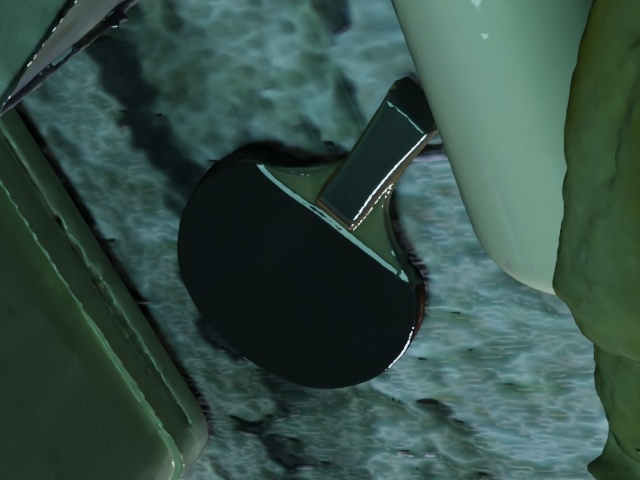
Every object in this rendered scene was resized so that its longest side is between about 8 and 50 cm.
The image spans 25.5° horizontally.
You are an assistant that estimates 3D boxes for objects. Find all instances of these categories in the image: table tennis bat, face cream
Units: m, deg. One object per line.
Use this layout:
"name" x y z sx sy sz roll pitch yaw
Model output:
"table tennis bat" 0.000 0.000 0.666 0.130 0.019 0.220 39 140 2
"face cream" 0.027 -0.167 0.395 0.081 0.173 0.349 -16 116 17

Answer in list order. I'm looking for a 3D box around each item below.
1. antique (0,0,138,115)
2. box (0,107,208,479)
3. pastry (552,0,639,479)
"antique" -0.100 -0.160 0.508 0.148 0.152 0.146 43 140 -5
"box" -0.280 0.087 0.709 0.177 0.344 0.352 -6 121 43
"pastry" 0.164 -0.022 0.366 0.236 0.257 0.121 49 168 -28
